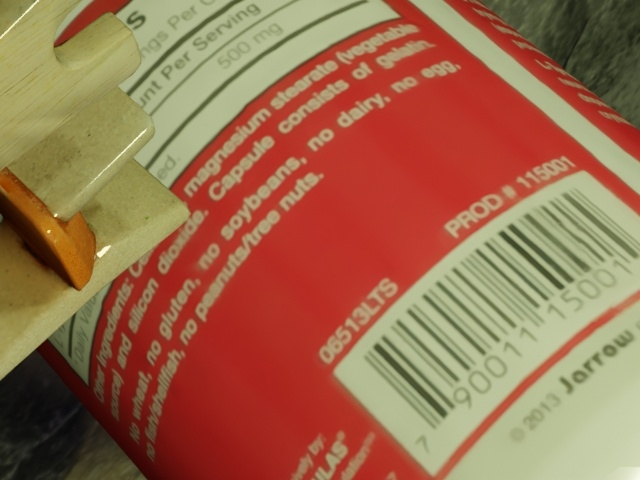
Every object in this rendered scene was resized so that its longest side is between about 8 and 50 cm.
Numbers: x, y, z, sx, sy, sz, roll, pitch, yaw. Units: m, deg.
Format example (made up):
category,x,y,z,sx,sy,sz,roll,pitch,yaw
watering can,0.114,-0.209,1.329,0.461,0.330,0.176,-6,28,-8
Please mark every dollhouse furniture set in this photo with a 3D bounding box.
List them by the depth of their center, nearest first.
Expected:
category,x,y,z,sx,sy,sz,roll,pitch,yaw
dollhouse furniture set,-0.182,-0.089,0.523,0.135,0.259,0.262,-43,154,-14

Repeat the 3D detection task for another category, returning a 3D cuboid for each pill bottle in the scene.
category,x,y,z,sx,sy,sz,roll,pitch,yaw
pill bottle,0.000,0.000,0.726,0.229,0.408,0.229,-32,148,-23
